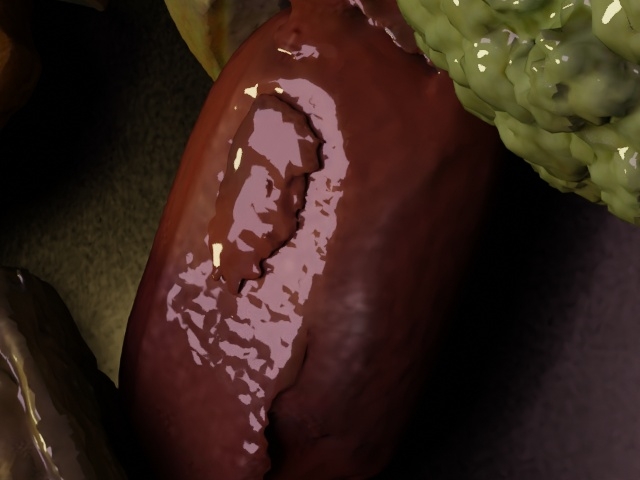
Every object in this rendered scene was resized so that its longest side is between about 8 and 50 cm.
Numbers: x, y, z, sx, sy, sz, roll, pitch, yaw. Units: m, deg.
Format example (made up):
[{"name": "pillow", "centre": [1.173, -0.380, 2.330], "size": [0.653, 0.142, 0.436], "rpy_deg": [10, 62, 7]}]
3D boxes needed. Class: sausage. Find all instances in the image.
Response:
[{"name": "sausage", "centre": [0.000, 0.000, 0.608], "size": [0.152, 0.152, 0.279], "rpy_deg": [27, 103, 36]}]

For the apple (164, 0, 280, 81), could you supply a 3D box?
[{"name": "apple", "centre": [-0.016, -0.221, 0.660], "size": [0.265, 0.120, 0.193], "rpy_deg": [-48, 49, 23]}]

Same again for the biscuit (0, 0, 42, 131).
[{"name": "biscuit", "centre": [-0.292, -0.105, 0.858], "size": [0.273, 0.049, 0.257], "rpy_deg": [-33, 54, 16]}]

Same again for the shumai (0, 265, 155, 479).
[{"name": "shumai", "centre": [-0.180, 0.201, 0.620], "size": [0.262, 0.267, 0.314], "rpy_deg": [-29, 99, -4]}]

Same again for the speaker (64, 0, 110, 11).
[{"name": "speaker", "centre": [-0.169, -0.273, 0.714], "size": [0.153, 0.192, 0.231], "rpy_deg": [18, 83, 37]}]

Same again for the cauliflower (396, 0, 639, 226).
[{"name": "cauliflower", "centre": [0.145, -0.153, 0.445], "size": [0.281, 0.260, 0.327], "rpy_deg": [-37, 27, 11]}]
